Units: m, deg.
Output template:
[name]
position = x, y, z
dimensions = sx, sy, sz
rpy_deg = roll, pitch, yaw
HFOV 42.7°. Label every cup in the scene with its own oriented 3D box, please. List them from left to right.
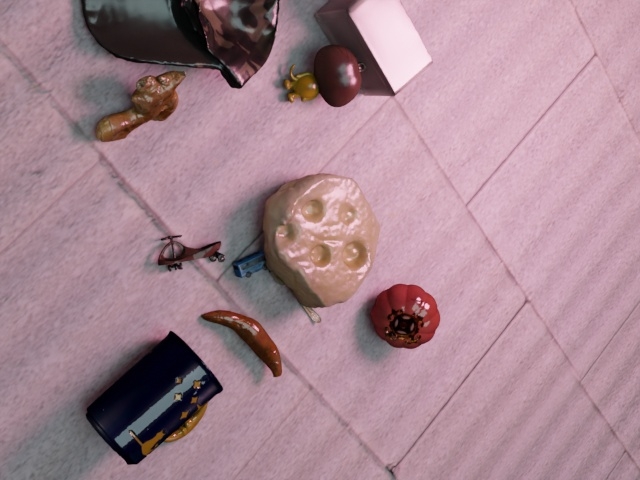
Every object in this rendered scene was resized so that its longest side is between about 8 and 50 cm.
[cup]
position = -0.343, 0.377, 1.796
dimensions = 0.256, 0.178, 0.255
rpy_deg = -42, 116, -17

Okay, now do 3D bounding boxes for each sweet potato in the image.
[sweet potato]
position = -0.167, 0.229, 1.952
dimensions = 0.078, 0.058, 0.255
rpy_deg = -44, 116, 5

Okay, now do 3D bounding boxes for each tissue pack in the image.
[tissue pack]
position = 0.126, -0.481, 1.954
dimensions = 0.136, 0.159, 0.246
rpy_deg = -44, 119, -16

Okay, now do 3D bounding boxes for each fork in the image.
[fork]
position = -0.062, 0.133, 2.017
dimensions = 0.034, 0.028, 0.219
rpy_deg = -49, 119, -20

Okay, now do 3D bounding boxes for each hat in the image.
[hat]
position = -0.286, -0.518, 1.718
dimensions = 0.382, 0.257, 0.366
rpy_deg = 8, 113, 2

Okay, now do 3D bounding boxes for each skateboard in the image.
[skateboard]
position = -0.294, 0.022, 1.837
dimensions = 0.152, 0.067, 0.080
rpy_deg = -12, 95, -26

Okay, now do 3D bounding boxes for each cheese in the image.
[cheese]
position = 0.000, 0.000, 1.962
dimensions = 0.318, 0.115, 0.326
rpy_deg = 8, 85, -38

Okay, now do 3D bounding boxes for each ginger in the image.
[ginger]
position = -0.377, -0.280, 1.702
dimensions = 0.214, 0.133, 0.059
rpy_deg = -29, 71, -18

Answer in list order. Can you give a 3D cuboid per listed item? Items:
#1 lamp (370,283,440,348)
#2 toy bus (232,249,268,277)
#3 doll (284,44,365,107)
[lamp]
position = 0.222, 0.194, 2.138
dimensions = 0.182, 0.140, 0.181
rpy_deg = 4, 114, 10
[toy bus]
position = -0.163, 0.057, 1.934
dimensions = 0.083, 0.038, 0.046
rpy_deg = -25, 108, -27
[doll]
position = 0.010, -0.388, 1.922
dimensions = 0.188, 0.096, 0.145
rpy_deg = 5, 106, -3
